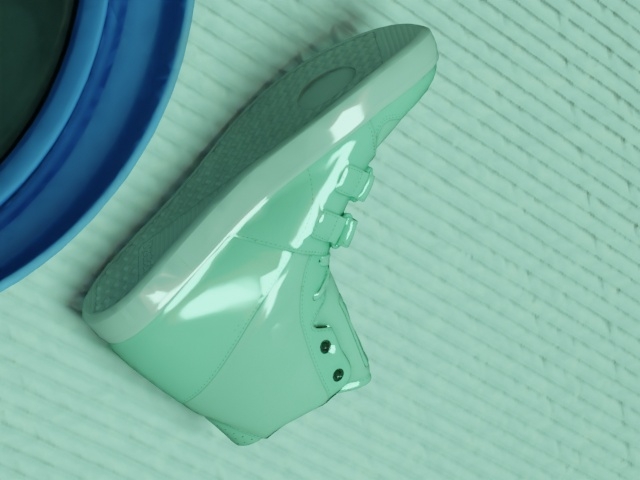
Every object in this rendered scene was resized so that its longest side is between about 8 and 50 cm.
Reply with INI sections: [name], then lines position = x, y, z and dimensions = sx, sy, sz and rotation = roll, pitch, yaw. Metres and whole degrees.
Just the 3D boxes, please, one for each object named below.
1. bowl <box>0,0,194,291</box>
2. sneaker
[bowl]
position = -0.231, -0.154, 0.911
dimensions = 0.391, 0.077, 0.391
rotation = -5, 97, -42
[sneaker]
position = -0.001, 0.000, 1.118
dimensions = 0.256, 0.094, 0.151
rotation = -45, 115, -5
